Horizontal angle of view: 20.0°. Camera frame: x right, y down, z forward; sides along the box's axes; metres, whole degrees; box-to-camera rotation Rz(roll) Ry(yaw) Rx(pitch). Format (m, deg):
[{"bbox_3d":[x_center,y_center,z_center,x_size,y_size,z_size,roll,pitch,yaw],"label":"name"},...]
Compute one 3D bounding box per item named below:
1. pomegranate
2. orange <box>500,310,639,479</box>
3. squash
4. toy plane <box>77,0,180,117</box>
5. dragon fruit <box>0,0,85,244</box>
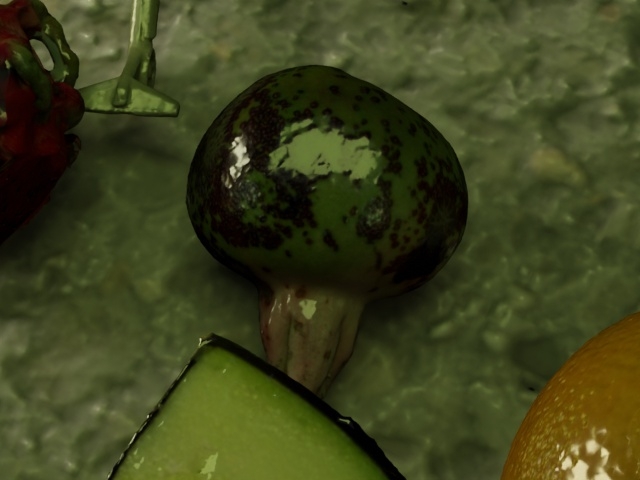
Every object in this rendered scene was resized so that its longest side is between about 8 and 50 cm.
[{"bbox_3d":[-0.001,-0.006,0.907,0.138,0.163,0.125,9,24,-10],"label":"pomegranate"},{"bbox_3d":[0.180,0.134,0.764,0.236,0.236,0.236,-1,63,2],"label":"orange"},{"bbox_3d":[-0.041,0.168,0.842,0.184,0.085,0.192,40,71,-11],"label":"squash"},{"bbox_3d":[-0.090,-0.197,1.007,0.092,0.108,0.286,4,76,3],"label":"toy plane"},{"bbox_3d":[-0.208,-0.079,0.905,0.172,0.166,0.160,45,52,11],"label":"dragon fruit"}]
